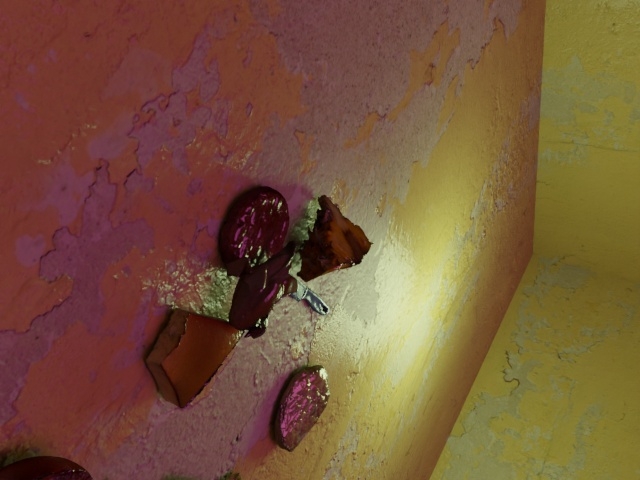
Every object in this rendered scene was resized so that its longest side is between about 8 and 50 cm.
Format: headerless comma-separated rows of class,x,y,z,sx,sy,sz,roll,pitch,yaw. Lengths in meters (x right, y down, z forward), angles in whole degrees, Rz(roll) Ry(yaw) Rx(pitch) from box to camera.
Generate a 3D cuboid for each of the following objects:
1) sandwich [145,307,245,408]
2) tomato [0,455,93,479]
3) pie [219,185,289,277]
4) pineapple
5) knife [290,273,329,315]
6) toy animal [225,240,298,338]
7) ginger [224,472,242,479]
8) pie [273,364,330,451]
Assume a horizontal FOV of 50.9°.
sandwich,-0.216,0.169,1.166,0.193,0.058,0.163,-51,146,-37
tomato,-0.412,0.391,0.906,0.225,0.084,0.225,-43,145,-42
pie,-0.117,-0.013,1.251,0.182,0.049,0.183,-35,134,-47
pineapple,-0.002,0.002,1.445,0.164,0.139,0.250,57,23,-5
knife,-0.044,0.117,1.504,0.045,0.019,0.313,-62,149,-13
toy animal,-0.097,0.091,1.227,0.188,0.089,0.179,-47,148,-22
ginger,-0.175,0.607,1.447,0.115,0.122,0.193,-35,144,-68
pie,-0.044,0.394,1.623,0.218,0.052,0.185,-48,146,-35
